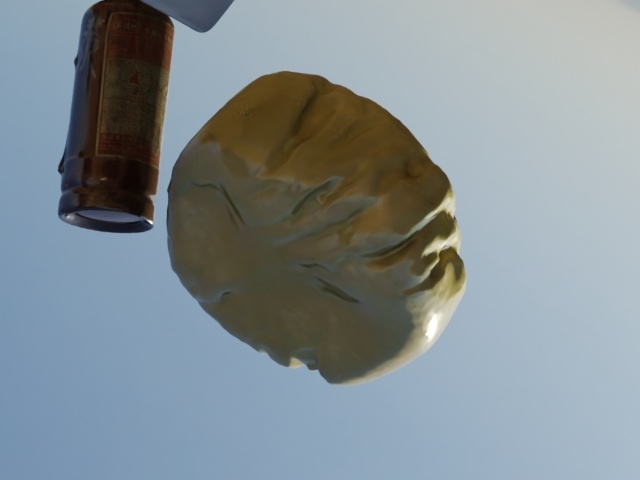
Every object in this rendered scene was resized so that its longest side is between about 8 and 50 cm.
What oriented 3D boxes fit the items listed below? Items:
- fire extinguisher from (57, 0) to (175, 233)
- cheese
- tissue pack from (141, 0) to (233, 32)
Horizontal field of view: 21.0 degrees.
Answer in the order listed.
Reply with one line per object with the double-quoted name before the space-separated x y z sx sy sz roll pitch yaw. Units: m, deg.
"fire extinguisher" -0.138 -0.135 1.316 0.106 0.252 0.075 -6 162 40
"cheese" 0.000 0.000 1.197 0.214 0.226 0.117 33 -129 16
"tissue pack" -0.071 -0.277 1.021 0.136 0.246 0.159 23 -152 -39
